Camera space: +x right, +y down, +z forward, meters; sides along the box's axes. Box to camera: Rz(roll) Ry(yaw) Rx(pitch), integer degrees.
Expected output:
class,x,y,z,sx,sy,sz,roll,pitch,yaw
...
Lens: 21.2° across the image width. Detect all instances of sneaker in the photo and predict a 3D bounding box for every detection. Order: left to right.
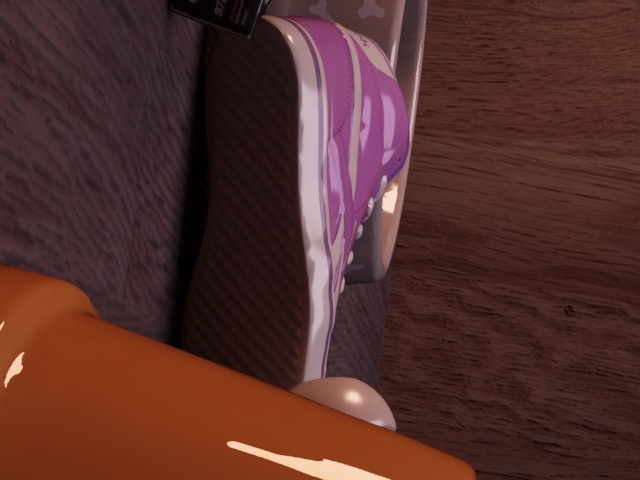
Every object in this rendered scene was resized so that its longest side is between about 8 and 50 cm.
class,x,y,z,sx,sy,sz,roll,pitch,yaw
sneaker,0.001,0.000,1.103,0.161,0.102,0.282,-4,103,-56

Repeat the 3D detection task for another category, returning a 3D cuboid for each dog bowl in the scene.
class,x,y,z,sx,sy,sz,roll,pitch,yaw
dog bowl,0.022,-0.123,1.406,0.349,0.102,0.349,8,90,-84

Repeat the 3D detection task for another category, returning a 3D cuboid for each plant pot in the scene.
class,x,y,z,sx,sy,sz,roll,pitch,yaw
plant pot,-0.060,0.156,0.552,0.291,0.203,0.291,6,90,-84

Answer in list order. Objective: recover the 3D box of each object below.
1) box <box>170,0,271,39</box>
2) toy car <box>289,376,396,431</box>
class,x,y,z,sx,sy,sz,roll,pitch,yaw
box,-0.011,-0.245,0.933,0.175,0.051,0.220,-68,178,-52
toy car,-0.035,0.162,0.965,0.136,0.182,0.159,28,51,-66
